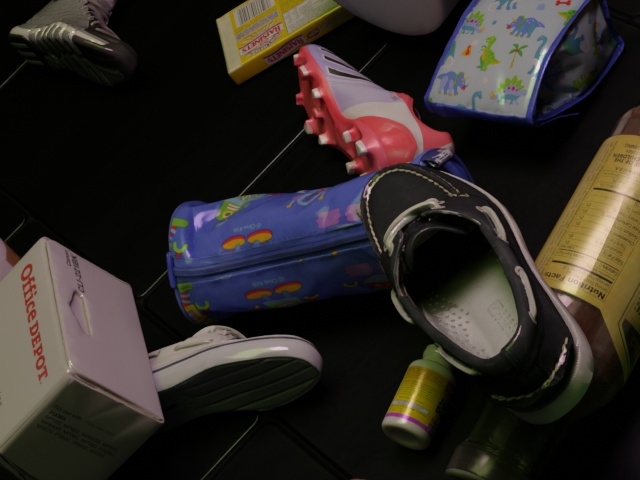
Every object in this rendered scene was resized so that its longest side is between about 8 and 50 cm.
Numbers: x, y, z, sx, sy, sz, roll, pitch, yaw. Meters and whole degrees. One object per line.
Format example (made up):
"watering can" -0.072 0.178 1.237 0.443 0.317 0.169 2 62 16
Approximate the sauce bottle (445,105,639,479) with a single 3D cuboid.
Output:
"sauce bottle" 0.208 0.056 1.406 0.111 0.111 0.344 14 65 44

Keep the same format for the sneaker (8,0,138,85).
"sneaker" -0.264 -0.260 2.084 0.228 0.086 0.132 17 62 46

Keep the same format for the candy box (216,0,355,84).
"candy box" -0.016 -0.255 1.931 0.206 0.027 0.105 -29 43 13

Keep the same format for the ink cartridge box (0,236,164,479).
"ink cartridge box" -0.281 0.163 1.624 0.273 0.114 0.197 -45 37 20

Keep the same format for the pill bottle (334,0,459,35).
"pill bottle" 0.145 -0.412 1.803 0.224 0.224 0.392 15 63 45

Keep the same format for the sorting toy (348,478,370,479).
"sorting toy" 0.038 0.226 1.427 0.061 0.042 0.102 -46 40 -8

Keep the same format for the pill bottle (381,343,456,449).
"pill bottle" 0.086 0.129 1.481 0.043 0.043 0.083 4 57 40

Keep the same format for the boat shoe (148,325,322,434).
"boat shoe" -0.098 0.110 1.607 0.226 0.083 0.076 -16 46 27

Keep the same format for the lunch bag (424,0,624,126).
"lunch bag" 0.184 -0.163 1.640 0.128 0.096 0.151 12 51 43

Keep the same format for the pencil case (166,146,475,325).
"pencil case" 0.000 0.000 1.602 0.306 0.133 0.119 -11 88 31

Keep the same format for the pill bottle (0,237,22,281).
"pill bottle" -0.346 0.055 1.735 0.131 0.229 0.131 -21 43 21

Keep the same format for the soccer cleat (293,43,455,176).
"soccer cleat" 0.044 -0.125 1.739 0.095 0.083 0.248 -13 32 -15

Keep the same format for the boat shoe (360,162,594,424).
"boat shoe" 0.103 0.016 1.366 0.114 0.091 0.302 -48 41 5
